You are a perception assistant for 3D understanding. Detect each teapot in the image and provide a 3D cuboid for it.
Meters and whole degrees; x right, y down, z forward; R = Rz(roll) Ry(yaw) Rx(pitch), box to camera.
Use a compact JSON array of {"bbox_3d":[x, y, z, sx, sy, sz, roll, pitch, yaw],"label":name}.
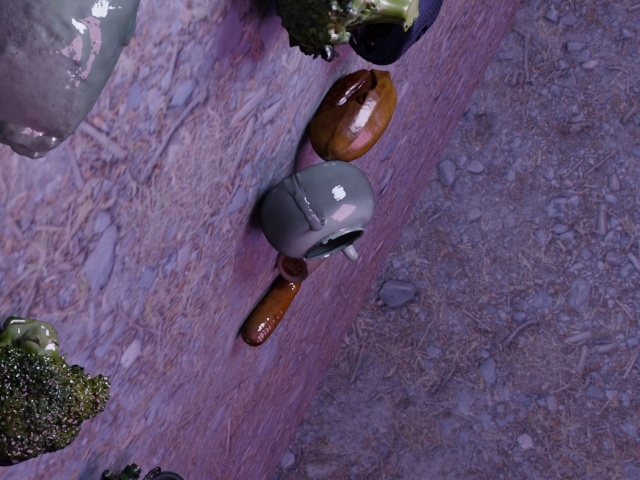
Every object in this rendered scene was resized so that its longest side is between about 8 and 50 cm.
[{"bbox_3d":[0.000,-0.042,1.327,0.193,0.129,0.294,-29,166,7],"label":"teapot"}]

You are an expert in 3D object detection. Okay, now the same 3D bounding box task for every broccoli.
[{"bbox_3d":[-0.282,0.147,0.771,0.162,0.146,0.137,64,20,-52],"label":"broccoli"},{"bbox_3d":[0.030,-0.305,0.956,0.198,0.176,0.226,-58,152,2],"label":"broccoli"}]

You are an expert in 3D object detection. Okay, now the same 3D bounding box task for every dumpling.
[{"bbox_3d":[-0.186,-0.165,0.548,0.216,0.105,0.149,-61,167,-5],"label":"dumpling"}]

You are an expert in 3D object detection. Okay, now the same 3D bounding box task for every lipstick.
[{"bbox_3d":[0.000,0.000,1.653,0.254,0.070,0.070,-43,157,-54],"label":"lipstick"}]

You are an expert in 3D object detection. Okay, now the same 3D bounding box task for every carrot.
[{"bbox_3d":[-0.082,0.113,1.611,0.248,0.059,0.059,-56,165,-37],"label":"carrot"}]

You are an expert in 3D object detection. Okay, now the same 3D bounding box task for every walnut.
[{"bbox_3d":[0.059,-0.214,1.367,0.207,0.116,0.116,-53,164,-18],"label":"walnut"}]

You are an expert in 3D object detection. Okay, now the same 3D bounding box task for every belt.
[{"bbox_3d":[0.096,-0.358,1.193,0.126,0.140,0.230,-51,165,-21],"label":"belt"}]

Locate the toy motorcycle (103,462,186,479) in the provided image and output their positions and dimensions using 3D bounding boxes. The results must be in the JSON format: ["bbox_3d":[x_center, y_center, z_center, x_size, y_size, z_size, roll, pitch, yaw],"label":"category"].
[{"bbox_3d":[-0.317,0.418,1.187,0.275,0.127,0.205,-47,160,-30],"label":"toy motorcycle"}]
